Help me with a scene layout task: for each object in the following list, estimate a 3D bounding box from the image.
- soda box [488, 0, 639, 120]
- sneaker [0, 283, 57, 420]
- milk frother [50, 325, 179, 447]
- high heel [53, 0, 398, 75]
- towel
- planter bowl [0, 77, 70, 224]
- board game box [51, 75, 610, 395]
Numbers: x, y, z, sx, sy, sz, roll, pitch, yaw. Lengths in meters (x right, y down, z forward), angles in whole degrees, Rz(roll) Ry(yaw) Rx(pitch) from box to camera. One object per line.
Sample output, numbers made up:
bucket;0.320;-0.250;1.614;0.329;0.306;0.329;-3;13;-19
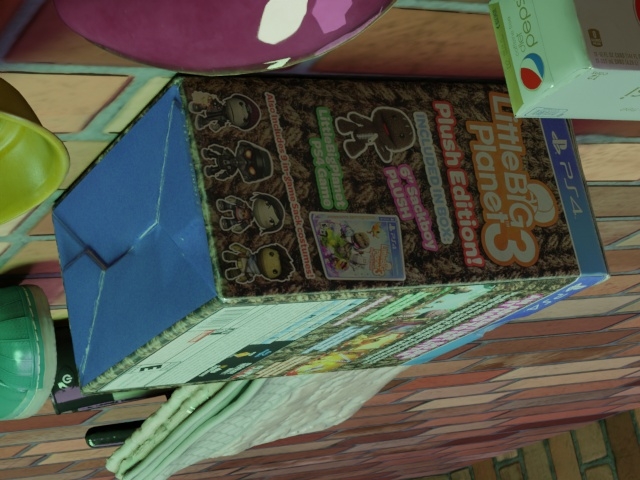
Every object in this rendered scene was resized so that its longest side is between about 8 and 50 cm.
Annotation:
soda box;0.205;-0.115;0.848;0.216;0.074;0.069;-2;162;-34
sneaker;-0.324;0.114;1.223;0.121;0.108;0.302;-5;166;-37
milk frother;-0.192;0.116;1.396;0.135;0.129;0.143;-9;-152;-6
high heel;0.016;-0.177;0.503;0.377;0.127;0.181;-15;136;29
towel;0.005;0.108;1.312;0.317;0.053;0.332;-14;157;-45
planter bowl;-0.232;-0.062;0.680;0.217;0.090;0.217;-10;164;-3
board game box;0.000;0.000;0.984;0.291;0.141;0.232;-2;162;-32
